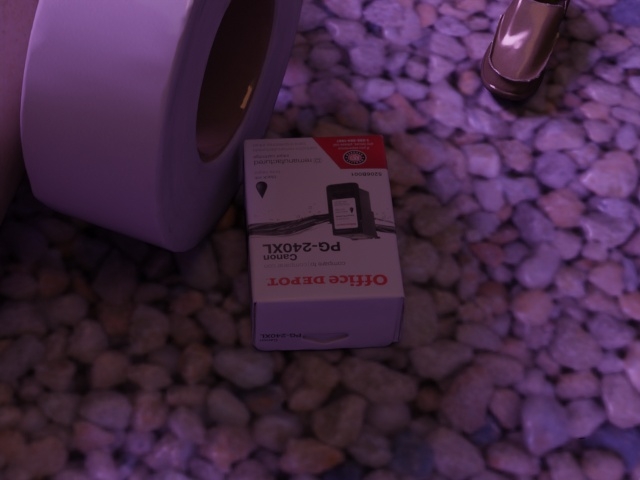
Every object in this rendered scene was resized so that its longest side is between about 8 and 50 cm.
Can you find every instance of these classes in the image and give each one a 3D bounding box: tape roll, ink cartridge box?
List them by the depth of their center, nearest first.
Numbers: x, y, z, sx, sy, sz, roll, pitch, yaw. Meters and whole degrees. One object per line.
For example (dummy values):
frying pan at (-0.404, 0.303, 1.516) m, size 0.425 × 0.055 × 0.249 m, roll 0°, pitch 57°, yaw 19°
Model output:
tape roll at (-0.101, -0.140, 0.969) m, size 0.100 × 0.286 × 0.286 m, roll 18°, pitch 55°, yaw 11°
ink cartridge box at (0.000, 0.000, 1.009) m, size 0.109 × 0.063 × 0.150 m, roll -2°, pitch 54°, yaw -5°

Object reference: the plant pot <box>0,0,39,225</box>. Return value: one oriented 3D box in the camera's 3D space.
plant pot at (-0.307, -0.134, 0.958) m, size 0.333 × 0.334 × 0.306 m, roll 10°, pitch 65°, yaw 4°

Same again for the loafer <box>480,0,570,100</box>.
loafer at (0.174, -0.179, 1.159) m, size 0.056 × 0.050 × 0.148 m, roll 17°, pitch 55°, yaw 9°
